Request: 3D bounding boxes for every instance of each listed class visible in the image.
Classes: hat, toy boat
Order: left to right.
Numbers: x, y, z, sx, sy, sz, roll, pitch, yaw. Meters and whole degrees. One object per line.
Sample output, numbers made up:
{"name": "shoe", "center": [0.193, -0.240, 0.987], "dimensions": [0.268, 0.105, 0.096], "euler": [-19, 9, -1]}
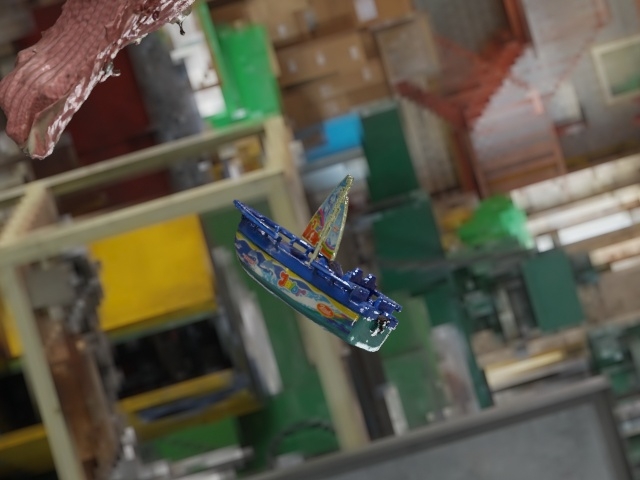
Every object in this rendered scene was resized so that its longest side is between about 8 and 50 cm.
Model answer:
{"name": "hat", "center": [-0.140, -0.204, 1.458], "dimensions": [0.107, 0.286, 0.237], "euler": [31, 26, -21]}
{"name": "toy boat", "center": [0.000, 0.000, 1.424], "dimensions": [0.175, 0.110, 0.091], "euler": [33, 4, 33]}
